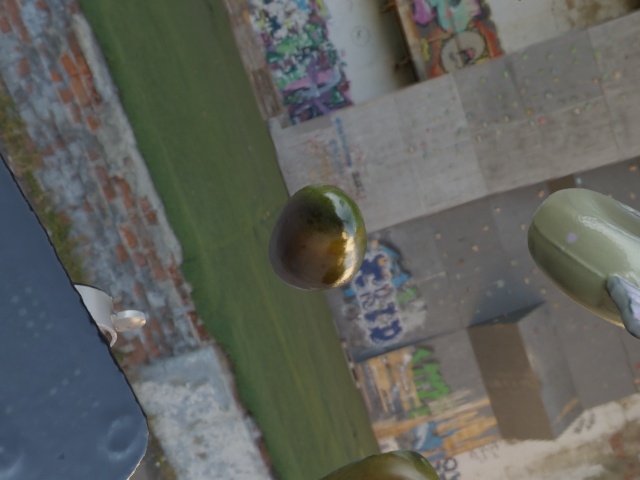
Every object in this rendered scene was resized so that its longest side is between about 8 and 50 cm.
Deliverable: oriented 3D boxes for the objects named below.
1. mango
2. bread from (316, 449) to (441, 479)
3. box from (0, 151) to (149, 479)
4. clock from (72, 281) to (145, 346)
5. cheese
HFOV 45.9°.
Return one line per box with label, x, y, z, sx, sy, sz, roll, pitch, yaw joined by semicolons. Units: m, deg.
mango;0.000;0.000;1.032;0.133;0.111;0.267;51;-23;6
bread;0.075;0.532;1.346;0.239;0.395;0.264;48;25;-70
box;-0.233;0.113;0.261;0.058;0.350;0.211;6;-52;42
clock;-0.347;0.111;0.992;0.156;0.229;0.063;102;-23;-63
cheese;0.213;0.026;0.524;0.227;0.137;0.064;-56;171;-69
